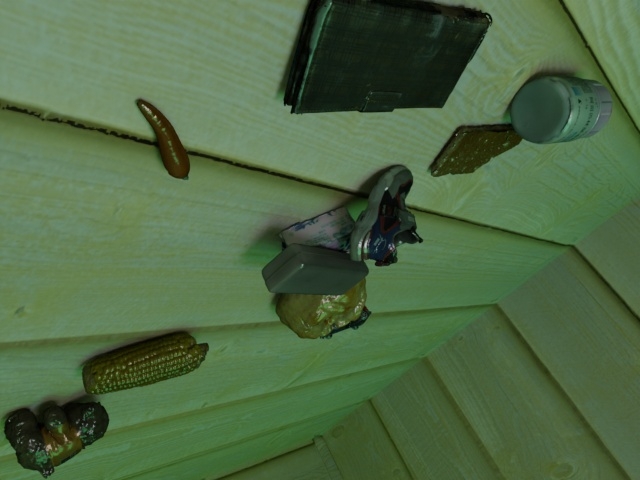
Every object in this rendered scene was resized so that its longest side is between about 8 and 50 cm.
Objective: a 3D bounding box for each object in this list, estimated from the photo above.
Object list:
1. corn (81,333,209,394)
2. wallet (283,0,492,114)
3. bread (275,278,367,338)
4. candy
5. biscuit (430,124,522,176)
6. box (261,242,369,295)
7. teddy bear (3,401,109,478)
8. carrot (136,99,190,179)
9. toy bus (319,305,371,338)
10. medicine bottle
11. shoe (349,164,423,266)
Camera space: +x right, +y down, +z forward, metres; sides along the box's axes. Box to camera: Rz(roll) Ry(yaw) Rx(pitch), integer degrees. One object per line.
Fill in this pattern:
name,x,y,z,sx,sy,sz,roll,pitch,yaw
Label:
corn,-0.369,0.264,1.046,0.261,0.097,0.097,-11,146,-29
wallet,0.102,-0.262,0.699,0.317,0.044,0.169,-13,144,-35
bread,0.014,0.149,1.198,0.244,0.134,0.244,-24,155,-12
candy,0.000,0.000,1.000,0.160,0.073,0.092,-23,149,-15
biscuit,0.352,-0.200,1.074,0.236,0.026,0.131,-11,148,-35
box,-0.003,0.063,0.963,0.103,0.055,0.243,-41,152,23
teddy bear,-0.572,0.429,1.081,0.190,0.140,0.177,-24,150,-32
carrot,-0.200,-0.128,0.633,0.035,0.035,0.142,-26,145,-11
toy bus,0.061,0.230,1.439,0.174,0.077,0.079,-11,147,-33
medicine bottle,0.495,-0.267,0.994,0.168,0.135,0.135,-13,148,-34
shoe,0.149,-0.043,0.955,0.228,0.125,0.099,-60,157,-17
